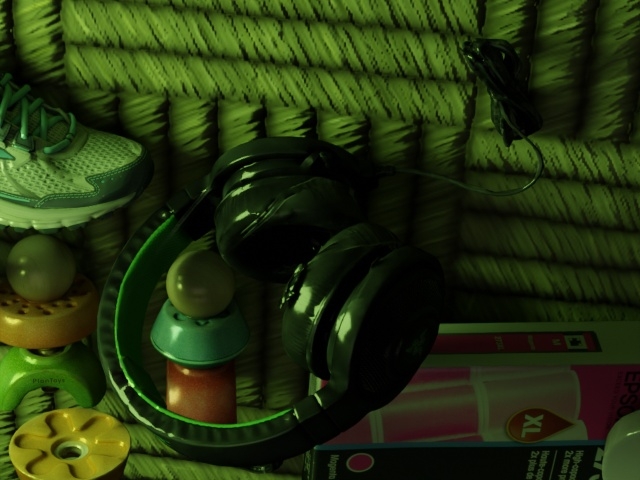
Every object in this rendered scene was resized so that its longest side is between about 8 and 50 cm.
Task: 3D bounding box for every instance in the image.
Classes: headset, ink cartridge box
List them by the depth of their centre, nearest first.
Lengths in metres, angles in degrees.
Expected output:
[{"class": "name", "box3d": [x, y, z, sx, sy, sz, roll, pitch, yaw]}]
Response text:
[{"class": "headset", "box3d": [0.000, 0.000, 1.115, 0.394, 0.243, 0.185, -34, 146, -2]}, {"class": "ink cartridge box", "box3d": [0.173, 0.152, 1.249, 0.371, 0.069, 0.175, -2, 127, -8]}]

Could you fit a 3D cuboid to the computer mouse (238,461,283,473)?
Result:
[{"class": "computer mouse", "box3d": [0.000, 0.210, 1.381, 0.242, 0.041, 0.071, 3, 127, 8]}]

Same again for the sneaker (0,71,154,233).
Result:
[{"class": "sneaker", "box3d": [-0.274, -0.089, 1.170, 0.283, 0.110, 0.122, 8, 123, 3]}]

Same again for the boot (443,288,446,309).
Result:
[{"class": "boot", "box3d": [0.063, 0.088, 1.279, 0.085, 0.059, 0.158, 13, 129, 17]}]

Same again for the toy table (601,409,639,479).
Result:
[{"class": "toy table", "box3d": [0.348, 0.263, 1.166, 0.274, 0.161, 0.252, 21, 132, 2]}]

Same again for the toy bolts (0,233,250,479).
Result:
[{"class": "toy bolts", "box3d": [-0.170, 0.093, 1.242, 0.229, 0.218, 0.158, -3, 121, -10]}]
